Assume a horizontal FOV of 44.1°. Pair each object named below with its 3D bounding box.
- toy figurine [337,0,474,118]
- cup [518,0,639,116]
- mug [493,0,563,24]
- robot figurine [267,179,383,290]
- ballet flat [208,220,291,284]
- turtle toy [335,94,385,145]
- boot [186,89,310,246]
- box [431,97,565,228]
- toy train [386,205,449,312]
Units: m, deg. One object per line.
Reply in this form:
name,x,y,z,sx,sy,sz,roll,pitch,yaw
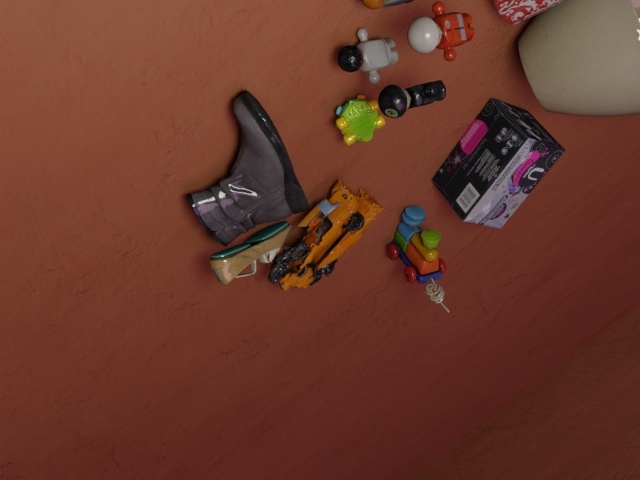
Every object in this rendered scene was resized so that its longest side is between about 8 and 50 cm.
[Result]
toy figurine,0.140,-0.347,1.406,0.148,0.209,0.213,-22,148,-40
cup,0.544,-0.382,1.599,0.237,0.330,0.331,-21,149,28
mug,0.418,-0.501,1.490,0.113,0.150,0.169,23,147,-37
robot figurine,0.000,0.000,1.788,0.291,0.085,0.211,-46,151,17
ballet flat,-0.144,0.028,1.691,0.232,0.080,0.073,-28,107,-41
turtle toy,0.077,-0.242,1.599,0.095,0.066,0.130,-29,143,0
boot,-0.164,-0.119,1.542,0.223,0.118,0.338,-24,138,-1
box,0.408,-0.172,1.822,0.142,0.163,0.247,7,128,-37
toy train,0.260,0.038,1.893,0.105,0.248,0.143,-14,135,-21
